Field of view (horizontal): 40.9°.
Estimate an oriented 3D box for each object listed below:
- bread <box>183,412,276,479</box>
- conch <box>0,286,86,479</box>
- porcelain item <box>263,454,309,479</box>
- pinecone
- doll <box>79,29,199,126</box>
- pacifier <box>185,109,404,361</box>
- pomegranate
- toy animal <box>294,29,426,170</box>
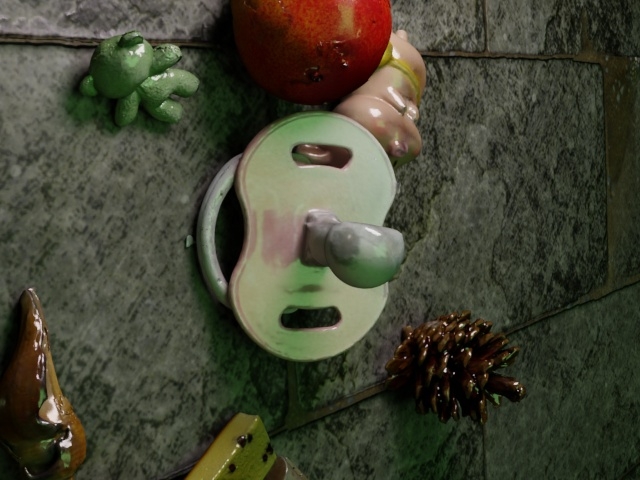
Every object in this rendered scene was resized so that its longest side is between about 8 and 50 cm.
[{"bbox_3d":[-0.132,0.316,1.066,0.226,0.049,0.088,-50,131,-49],"label":"bread"},{"bbox_3d":[-0.300,0.172,0.891,0.080,0.086,0.233,-19,95,-4],"label":"conch"},{"bbox_3d":[-0.015,0.387,1.226,0.213,0.054,0.084,49,59,-38],"label":"porcelain item"},{"bbox_3d":[0.219,0.203,1.358,0.186,0.212,0.169,-51,126,-21],"label":"pinecone"},{"bbox_3d":[-0.206,-0.186,0.989,0.115,0.077,0.150,-46,147,11],"label":"doll"},{"bbox_3d":[0.002,-0.002,1.109,0.220,0.273,0.332,-3,98,-62],"label":"pacifier"},{"bbox_3d":[-0.019,-0.286,1.091,0.210,0.210,0.235,-13,59,-47],"label":"pomegranate"},{"bbox_3d":[0.079,-0.201,1.238,0.165,0.149,0.248,26,80,-36],"label":"toy animal"}]
